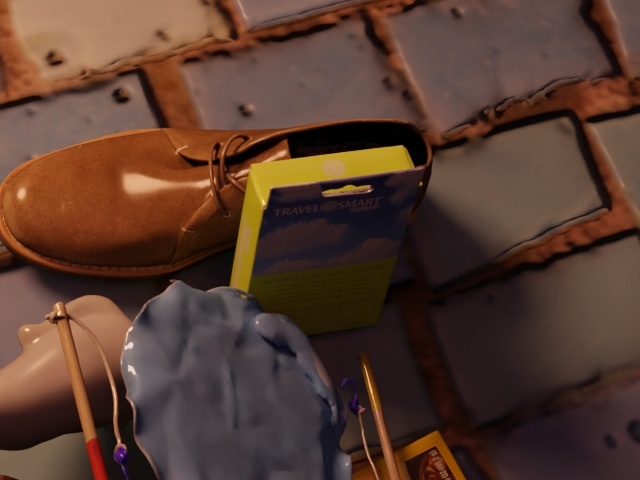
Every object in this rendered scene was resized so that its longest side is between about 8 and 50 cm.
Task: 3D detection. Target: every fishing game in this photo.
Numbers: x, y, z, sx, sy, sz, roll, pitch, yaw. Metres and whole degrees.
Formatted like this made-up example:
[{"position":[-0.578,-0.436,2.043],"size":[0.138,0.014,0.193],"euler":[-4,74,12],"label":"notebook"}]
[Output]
[{"position":[-0.055,0.110,1.130],"size":[0.264,0.041,0.189],"euler":[8,55,-44],"label":"fishing game"}]

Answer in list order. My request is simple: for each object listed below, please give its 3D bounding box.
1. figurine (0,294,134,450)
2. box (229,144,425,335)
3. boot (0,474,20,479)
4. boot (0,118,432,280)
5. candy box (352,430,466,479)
[{"position":[-0.176,0.156,1.092],"size":[0.209,0.092,0.215],"euler":[-17,76,-45],"label":"figurine"},{"position":[0.000,0.000,1.193],"size":[0.109,0.178,0.042],"euler":[-9,55,-17],"label":"box"},{"position":[-0.230,0.198,1.122],"size":[0.106,0.037,0.114],"euler":[22,64,-39],"label":"boot"},{"position":[-0.071,-0.044,1.232],"size":[0.305,0.115,0.112],"euler":[-5,72,-14],"label":"boot"},{"position":[0.084,0.240,1.202],"size":[0.105,0.027,0.206],"euler":[-26,76,-18],"label":"candy box"}]
